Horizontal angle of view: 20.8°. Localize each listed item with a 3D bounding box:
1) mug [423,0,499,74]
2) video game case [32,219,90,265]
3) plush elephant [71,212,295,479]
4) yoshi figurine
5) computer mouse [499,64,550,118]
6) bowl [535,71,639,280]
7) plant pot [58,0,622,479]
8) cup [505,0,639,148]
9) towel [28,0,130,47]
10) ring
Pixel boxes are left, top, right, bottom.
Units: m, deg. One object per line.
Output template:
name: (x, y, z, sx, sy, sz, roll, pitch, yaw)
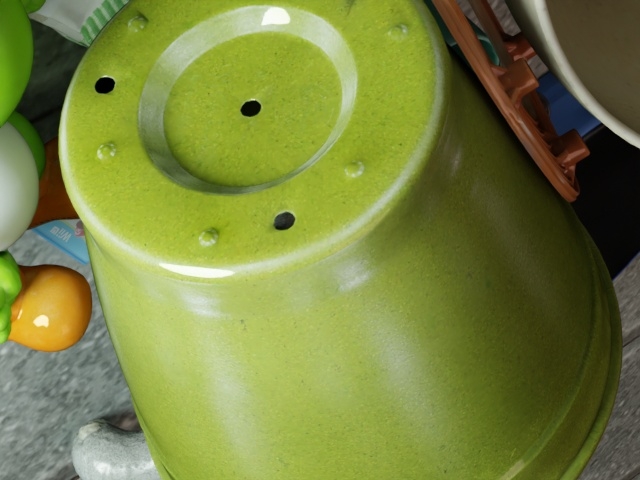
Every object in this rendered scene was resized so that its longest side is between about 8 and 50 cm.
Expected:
mug: (0.067, -0.134, 1.446, 0.129, 0.097, 0.158, -28, 149, -29)
video game case: (-0.153, -0.060, 1.344, 0.166, 0.015, 0.119, -45, 152, 1)
plush elephant: (-0.058, 0.106, 1.464, 0.330, 0.272, 0.255, -10, 108, -7)
yoshi figurine: (-0.214, -0.060, 1.061, 0.203, 0.203, 0.362, -43, 152, -3)
computer mouse: (0.104, -0.060, 1.630, 0.184, 0.060, 0.262, 24, 100, -48)
bowl: (0.256, -0.033, 1.858, 0.391, 0.077, 0.391, -32, 150, -21)
plant pot: (0.000, 0.000, 1.148, 0.366, 0.366, 0.353, -40, 149, -9)
cup: (0.236, -0.237, 1.170, 0.331, 0.237, 0.331, -7, 111, -19)
towel: (-0.122, -0.239, 1.124, 0.248, 0.038, 0.325, -50, 151, 9)
ring: (0.098, -0.178, 1.182, 0.032, 0.336, 0.336, -31, 154, 12)
